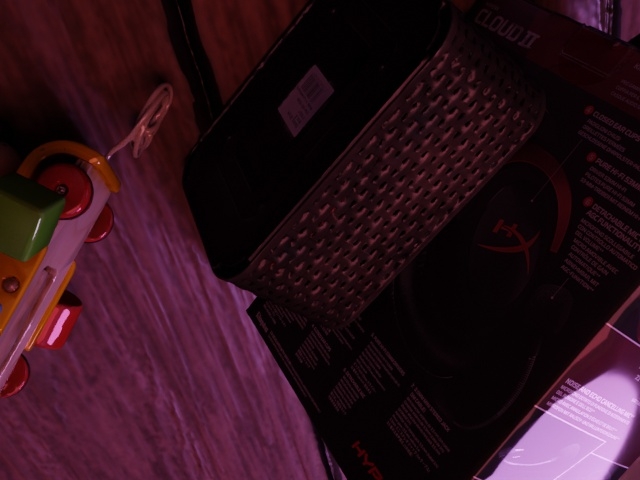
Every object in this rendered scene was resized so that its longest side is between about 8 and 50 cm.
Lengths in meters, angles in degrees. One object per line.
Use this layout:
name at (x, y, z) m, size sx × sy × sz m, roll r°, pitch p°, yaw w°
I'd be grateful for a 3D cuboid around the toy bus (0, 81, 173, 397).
toy bus at (-0.183, 0.005, 0.430) m, size 0.104 × 0.202 × 0.191 m, roll 27°, pitch 124°, yaw -4°

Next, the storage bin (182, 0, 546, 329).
storage bin at (0.016, -0.056, 0.458) m, size 0.084 × 0.122 × 0.180 m, roll 28°, pitch 112°, yaw -37°

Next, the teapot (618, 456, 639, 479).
teapot at (0.324, 0.250, 0.798) m, size 0.256 × 0.187 × 0.252 m, roll -52°, pitch 165°, yaw -2°

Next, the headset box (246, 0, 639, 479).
headset box at (0.114, 0.005, 0.468) m, size 0.110 × 0.218 × 0.293 m, roll 29°, pitch 103°, yaw -38°

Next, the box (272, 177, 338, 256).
box at (0.000, 0.000, 0.565) m, size 0.083 × 0.018 × 0.067 m, roll -46°, pitch 130°, yaw 15°
